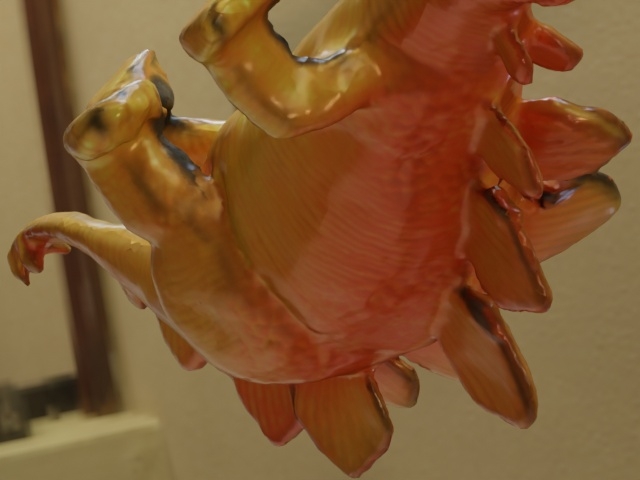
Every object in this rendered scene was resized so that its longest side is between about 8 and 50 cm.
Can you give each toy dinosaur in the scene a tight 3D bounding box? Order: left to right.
[{"bbox_3d":[0.000,0.000,0.419,0.117,0.070,0.288,43,-31,-7],"label":"toy dinosaur"}]
